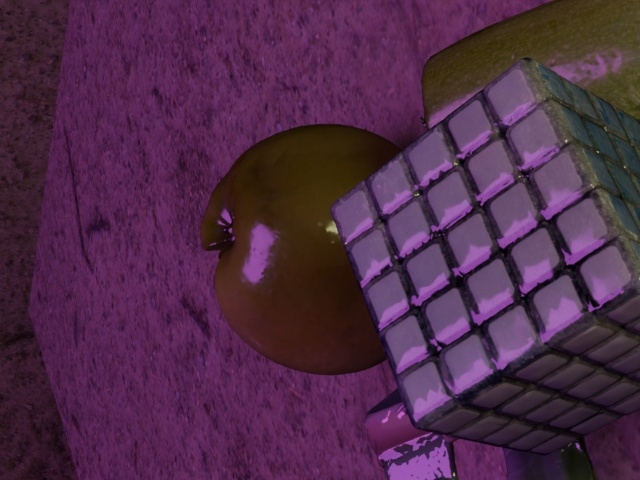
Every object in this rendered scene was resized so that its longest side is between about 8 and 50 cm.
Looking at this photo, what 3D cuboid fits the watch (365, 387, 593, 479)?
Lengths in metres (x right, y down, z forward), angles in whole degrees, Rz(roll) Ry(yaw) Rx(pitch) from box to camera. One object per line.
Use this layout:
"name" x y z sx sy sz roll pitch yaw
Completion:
"watch" 0.174 0.234 1.386 0.162 0.253 0.241 -30 91 40

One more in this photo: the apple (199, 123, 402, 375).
"apple" 0.010 -0.005 1.661 0.233 0.258 0.295 -49 41 48

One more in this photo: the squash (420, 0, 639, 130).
"squash" 0.245 -0.144 1.408 0.260 0.189 0.189 -18 74 28

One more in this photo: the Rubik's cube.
"Rubik's cube" 0.188 0.023 1.206 0.238 0.237 0.237 -35 56 27
